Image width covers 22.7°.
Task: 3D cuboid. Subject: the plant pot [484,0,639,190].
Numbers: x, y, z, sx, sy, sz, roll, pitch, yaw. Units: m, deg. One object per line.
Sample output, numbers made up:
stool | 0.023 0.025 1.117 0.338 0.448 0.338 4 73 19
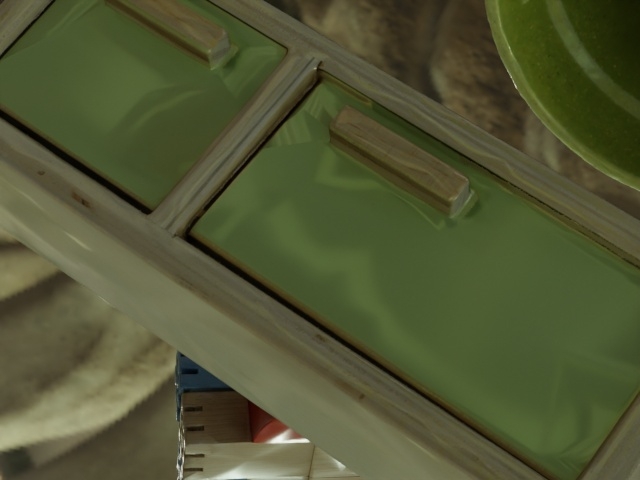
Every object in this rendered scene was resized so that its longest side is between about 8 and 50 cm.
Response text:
plant pot | 0.297 -0.209 1.131 0.276 0.276 0.254 -12 -152 50

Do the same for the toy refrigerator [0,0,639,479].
toy refrigerator | 0.000 0.000 0.542 0.269 0.094 0.102 33 -109 20

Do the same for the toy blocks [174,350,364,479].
toy blocks | 0.000 0.143 1.228 0.381 0.260 0.191 100 -14 -48
